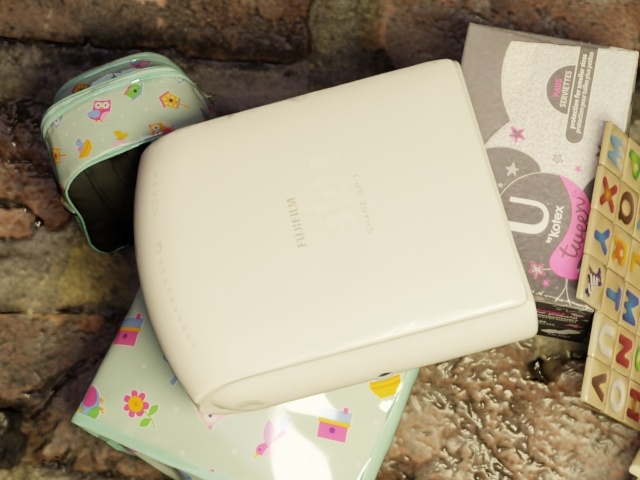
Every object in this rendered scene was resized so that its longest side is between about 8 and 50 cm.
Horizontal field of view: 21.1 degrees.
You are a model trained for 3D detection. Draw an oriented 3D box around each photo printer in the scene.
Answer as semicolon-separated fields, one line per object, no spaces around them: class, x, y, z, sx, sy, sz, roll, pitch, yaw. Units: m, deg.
photo printer;0.000;0.000;1.428;0.307;0.107;0.256;-14;67;1

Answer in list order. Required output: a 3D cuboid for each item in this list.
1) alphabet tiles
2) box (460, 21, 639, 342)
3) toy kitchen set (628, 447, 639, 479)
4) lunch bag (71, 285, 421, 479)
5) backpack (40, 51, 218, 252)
alphabet tiles;0.274;0.040;1.509;0.009;0.198;0.237;2;74;34
box;0.190;-0.051;1.559;0.163;0.142;0.247;10;77;8
toy kitchen set;0.328;0.228;1.518;0.122;0.166;0.207;28;116;12
lunch bag;-0.049;0.127;1.529;0.262;0.160;0.223;21;78;16
backpack;-0.170;-0.088;1.578;0.166;0.188;0.144;-19;75;1
